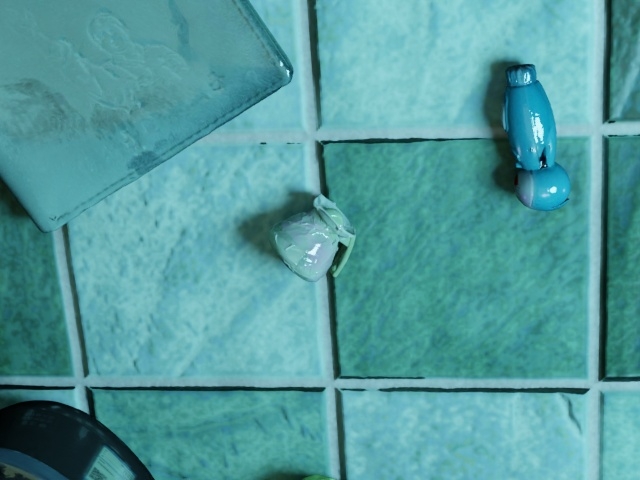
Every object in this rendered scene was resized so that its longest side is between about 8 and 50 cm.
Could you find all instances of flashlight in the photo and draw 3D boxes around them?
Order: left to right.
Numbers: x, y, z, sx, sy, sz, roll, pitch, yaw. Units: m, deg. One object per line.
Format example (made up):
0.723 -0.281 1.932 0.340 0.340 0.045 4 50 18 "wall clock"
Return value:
0.184 -0.087 1.100 0.051 0.051 0.129 -8 105 11 "flashlight"

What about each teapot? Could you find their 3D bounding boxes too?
0.000 0.000 1.159 0.064 0.064 0.083 -43 133 14 "teapot"

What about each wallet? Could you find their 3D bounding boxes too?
-0.203 -0.170 1.118 0.290 0.054 0.251 -30 109 13 "wallet"

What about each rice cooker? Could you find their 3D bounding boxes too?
-0.281 0.289 1.224 0.267 0.224 0.267 3 115 7 "rice cooker"

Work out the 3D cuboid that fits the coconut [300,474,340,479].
0.006 0.271 1.256 0.083 0.081 0.082 -9 69 7 "coconut"
